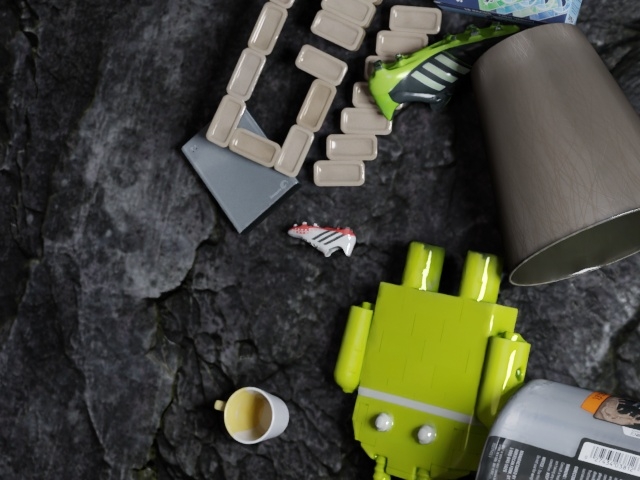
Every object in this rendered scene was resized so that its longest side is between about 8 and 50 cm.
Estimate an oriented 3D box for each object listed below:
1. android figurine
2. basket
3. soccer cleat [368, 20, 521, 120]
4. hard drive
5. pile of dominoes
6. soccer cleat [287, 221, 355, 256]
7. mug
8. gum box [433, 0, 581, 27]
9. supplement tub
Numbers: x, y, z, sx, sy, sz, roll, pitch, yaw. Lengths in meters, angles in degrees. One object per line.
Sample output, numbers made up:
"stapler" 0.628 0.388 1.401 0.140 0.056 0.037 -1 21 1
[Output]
"android figurine" 0.115 0.140 1.586 0.248 0.056 0.273 12 88 46
"basket" 0.252 -0.096 1.540 0.204 0.154 0.227 -22 70 12
"soccer cleat" 0.141 -0.188 1.655 0.178 0.060 0.072 -20 108 11
"hard drive" -0.092 -0.087 1.758 0.094 0.022 0.135 -41 69 13
"pile of dominoes" 0.007 -0.189 1.719 0.196 0.040 0.251 26 96 7
"soccer cleat" 0.000 0.000 1.702 0.083 0.029 0.036 5 80 20
"mug" -0.071 0.192 1.685 0.062 0.064 0.078 -47 67 11
"gum box" 0.225 -0.331 1.642 0.157 0.041 0.184 15 88 25
"supplement tub" 0.328 0.266 1.418 0.338 0.207 0.207 13 88 24
